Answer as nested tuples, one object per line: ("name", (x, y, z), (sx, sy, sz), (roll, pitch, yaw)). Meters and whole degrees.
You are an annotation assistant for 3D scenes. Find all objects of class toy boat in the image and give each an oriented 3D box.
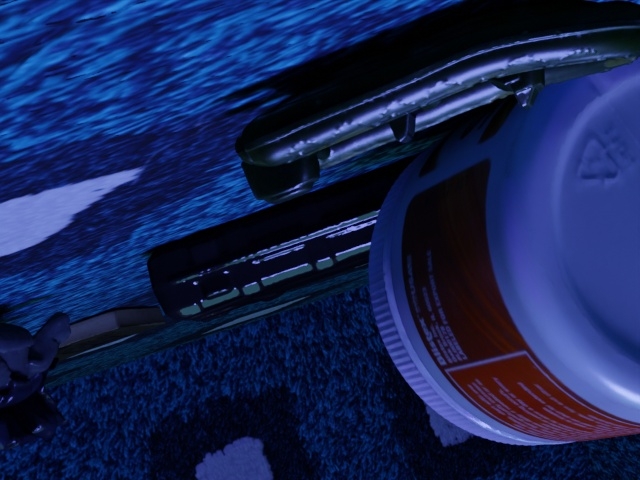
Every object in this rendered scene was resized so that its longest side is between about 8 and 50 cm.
("toy boat", (0.057, -0.073, 0.715), (0.210, 0.052, 0.104), (-19, 173, 12))

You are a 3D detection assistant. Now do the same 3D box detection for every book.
("book", (-0.287, 0.118, 1.809), (0.161, 0.026, 0.231), (-20, 175, 7))

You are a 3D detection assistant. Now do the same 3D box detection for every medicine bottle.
("medicine bottle", (0.189, 0.010, 1.024), (0.252, 0.252, 0.241), (-17, 175, -24))

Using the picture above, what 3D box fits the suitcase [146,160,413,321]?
("suitcase", (0.000, -0.001, 1.306), (0.285, 0.066, 0.206), (-19, 176, 2))

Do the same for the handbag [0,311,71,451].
("handbag", (-0.343, 0.139, 1.239), (0.269, 0.118, 0.326), (-13, 177, 3))
